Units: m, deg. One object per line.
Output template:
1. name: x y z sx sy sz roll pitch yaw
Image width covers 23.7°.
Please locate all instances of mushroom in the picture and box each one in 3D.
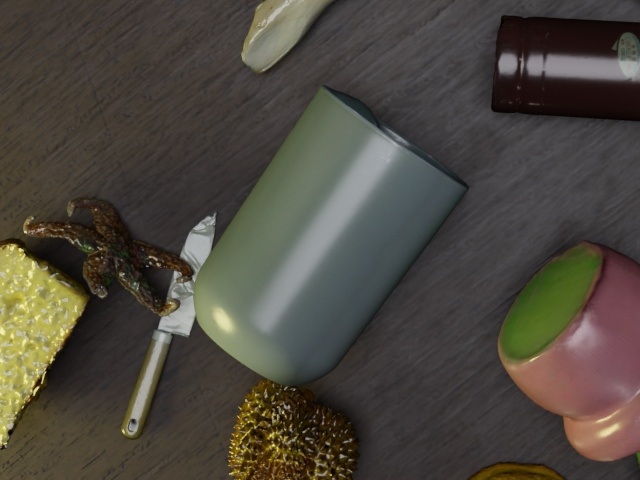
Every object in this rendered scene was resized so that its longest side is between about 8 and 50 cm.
1. mushroom: -0.015 -0.285 1.809 0.209 0.071 0.084 -43 119 10

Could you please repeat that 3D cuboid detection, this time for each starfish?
1. starfish: -0.256 0.019 1.832 0.209 0.150 0.053 20 127 -13

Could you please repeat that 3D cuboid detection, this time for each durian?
1. durian: -0.030 0.251 1.802 0.158 0.137 0.168 18 96 15

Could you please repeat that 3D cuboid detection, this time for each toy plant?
1. toy plant: 0.392 0.152 1.716 0.356 0.210 0.317 39 95 -9

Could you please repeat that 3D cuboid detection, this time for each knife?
1. knife: -0.180 0.104 1.871 0.047 0.017 0.298 18 90 6

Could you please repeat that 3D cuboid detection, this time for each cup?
1. cup: 0.000 0.000 1.751 0.205 0.205 0.312 36 98 4

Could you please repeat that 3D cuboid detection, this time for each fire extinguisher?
1. fire extinguisher: 0.368 -0.200 1.738 0.337 0.114 0.135 5 117 6

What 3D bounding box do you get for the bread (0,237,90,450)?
1. bread: -0.384 0.113 1.836 0.160 0.147 0.260 28 102 -4

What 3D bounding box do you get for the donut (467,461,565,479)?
1. donut: 0.234 0.362 1.805 0.174 0.074 0.190 11 94 6
